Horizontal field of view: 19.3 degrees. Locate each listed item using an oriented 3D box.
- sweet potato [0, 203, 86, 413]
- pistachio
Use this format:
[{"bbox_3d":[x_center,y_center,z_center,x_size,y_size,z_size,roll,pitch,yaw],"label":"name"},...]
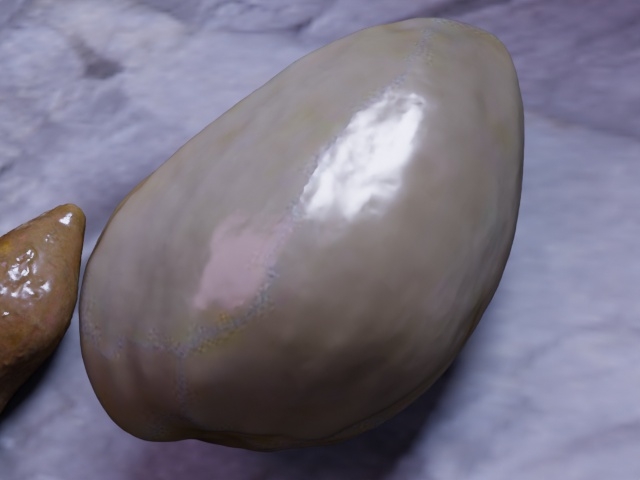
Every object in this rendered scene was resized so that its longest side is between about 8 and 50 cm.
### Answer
[{"bbox_3d":[-0.155,0.078,0.750,0.065,0.051,0.218,7,65,51],"label":"sweet potato"},{"bbox_3d":[0.000,0.000,0.647,0.124,0.124,0.185,19,66,40],"label":"pistachio"}]
